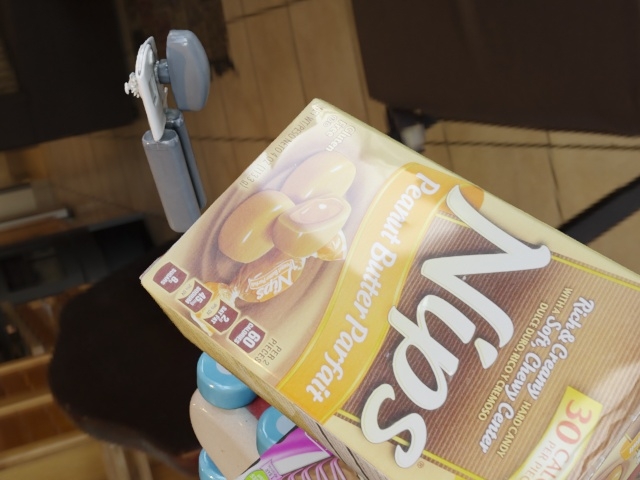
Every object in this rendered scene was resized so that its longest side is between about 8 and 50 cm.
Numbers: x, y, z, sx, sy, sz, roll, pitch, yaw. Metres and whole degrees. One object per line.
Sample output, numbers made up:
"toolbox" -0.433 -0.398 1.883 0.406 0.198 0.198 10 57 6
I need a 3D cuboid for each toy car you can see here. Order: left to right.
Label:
"toy car" -0.010 0.207 1.290 0.210 0.238 0.219 40 145 32

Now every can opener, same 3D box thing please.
"can opener" -0.171 -0.122 1.315 0.280 0.093 0.074 86 -170 -46

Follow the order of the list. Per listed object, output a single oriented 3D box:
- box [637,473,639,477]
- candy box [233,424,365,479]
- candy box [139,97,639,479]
"box" 0.455 0.156 1.257 0.060 0.216 0.270 -107 6 -46
"candy box" -0.003 0.235 0.882 0.159 0.233 0.071 31 158 52
"candy box" 0.058 0.054 0.689 0.316 0.183 0.087 33 163 33
